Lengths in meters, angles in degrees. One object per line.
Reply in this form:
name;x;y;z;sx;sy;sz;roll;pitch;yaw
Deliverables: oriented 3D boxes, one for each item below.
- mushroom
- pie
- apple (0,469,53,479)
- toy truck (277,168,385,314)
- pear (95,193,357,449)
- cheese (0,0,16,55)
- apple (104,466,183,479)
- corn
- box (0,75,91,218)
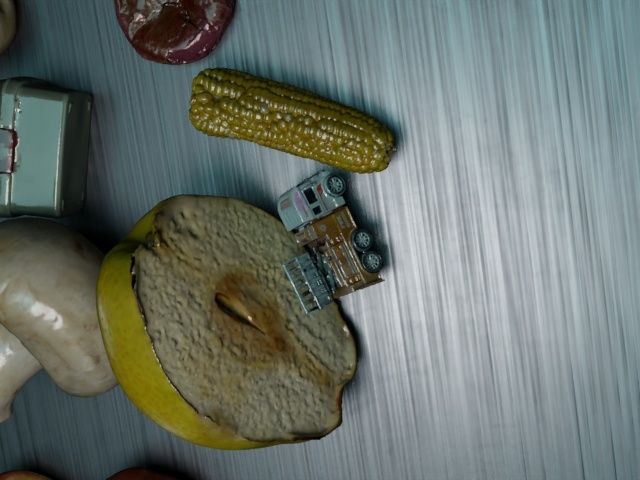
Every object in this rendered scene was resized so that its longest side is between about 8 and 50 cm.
mushroom;-0.416;0.125;1.370;0.297;0.297;0.290;43;74;6
pie;-0.214;-0.343;1.376;0.182;0.049;0.182;2;98;12
apple;-0.479;0.475;1.533;0.199;0.199;0.199;3;100;16
toy truck;-0.001;0.000;1.324;0.178;0.115;0.080;65;152;2
pear;-0.148;0.129;1.314;0.191;0.340;0.386;-25;119;40
cheese;-0.578;-0.337;1.452;0.235;0.117;0.218;31;109;13
apple;-0.275;0.461;1.441;0.234;0.234;0.234;3;100;16
corn;-0.040;-0.169;1.329;0.312;0.102;0.102;15;103;11
box;-0.425;-0.137;1.428;0.129;0.148;0.210;8;101;4
